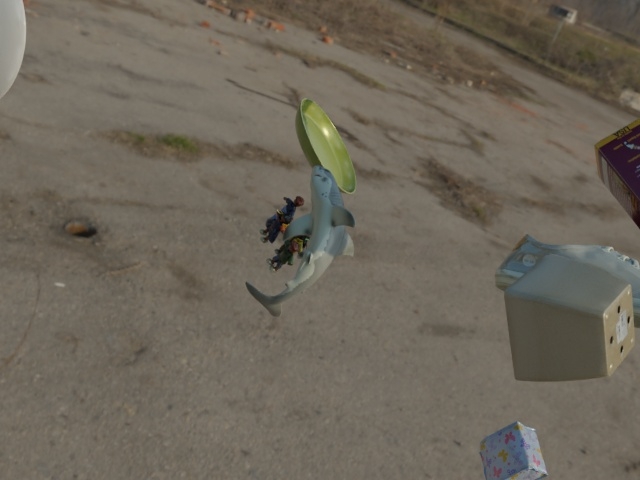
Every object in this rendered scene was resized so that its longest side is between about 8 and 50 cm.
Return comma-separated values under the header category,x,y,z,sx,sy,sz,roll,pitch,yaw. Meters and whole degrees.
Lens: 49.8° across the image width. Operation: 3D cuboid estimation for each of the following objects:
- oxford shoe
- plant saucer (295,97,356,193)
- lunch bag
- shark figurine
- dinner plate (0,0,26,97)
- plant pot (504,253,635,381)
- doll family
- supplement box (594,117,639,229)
category,x,y,z,sx,sy,sz,roll,pitch,yaw
oxford shoe,0.550,0.084,1.256,0.449,0.130,0.169,15,-11,21
plant saucer,0.007,-0.208,1.573,0.241,0.037,0.241,50,24,-32
lunch bag,0.257,0.297,0.936,0.053,0.083,0.071,29,37,-30
shark figurine,0.001,0.027,1.171,0.116,0.278,0.166,23,4,-46
dinner plate,-0.311,-0.188,0.602,0.141,0.141,0.017,31,21,22
plant pot,0.268,0.086,0.726,0.096,0.109,0.109,6,26,44
doll family,-0.075,-0.022,1.544,0.076,0.111,0.193,8,51,-42
supplement box,0.462,-0.062,0.935,0.104,0.081,0.188,42,19,-56
